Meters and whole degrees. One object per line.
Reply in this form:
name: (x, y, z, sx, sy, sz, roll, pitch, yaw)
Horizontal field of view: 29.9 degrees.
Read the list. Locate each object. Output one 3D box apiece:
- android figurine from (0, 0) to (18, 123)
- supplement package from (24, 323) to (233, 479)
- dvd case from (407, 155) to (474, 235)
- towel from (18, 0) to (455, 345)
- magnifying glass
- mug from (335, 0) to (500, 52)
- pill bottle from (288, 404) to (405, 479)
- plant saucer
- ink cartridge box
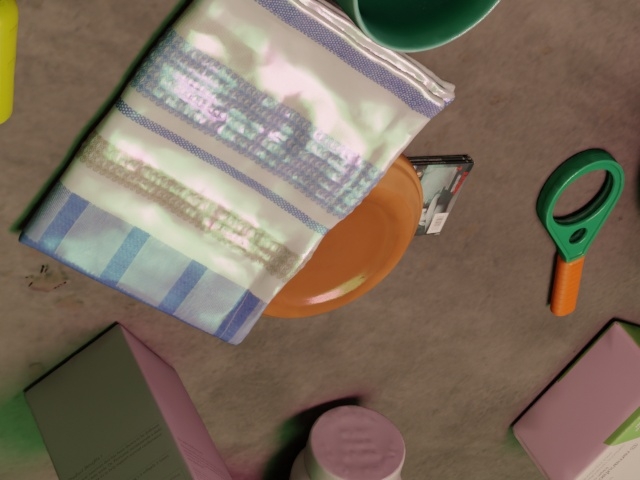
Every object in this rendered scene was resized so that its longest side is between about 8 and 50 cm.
android figurine: (-0.298, -0.107, 0.686, 0.248, 0.056, 0.273, -9, 138, -28)
supplement package: (-0.152, 0.179, 0.995, 0.105, 0.179, 0.105, -37, 142, 4)
dvd case: (0.073, -0.037, 1.062, 0.119, 0.013, 0.087, -4, 134, -31)
towel: (-0.060, -0.057, 0.884, 0.209, 0.034, 0.285, 30, 111, -30)
magnifying glass: (0.260, -0.003, 1.229, 0.092, 0.026, 0.231, -22, 139, -15)
mug: (0.069, -0.213, 0.800, 0.157, 0.097, 0.129, -30, 142, -6)
pill bottle: (0.020, 0.285, 1.284, 0.121, 0.121, 0.221, -13, 138, -25)
plant saucer: (0.000, 0.000, 1.010, 0.200, 0.037, 0.200, -17, 142, -14)
ink cartridge box: (0.405, 0.223, 1.499, 0.272, 0.115, 0.198, 15, 121, -45)
